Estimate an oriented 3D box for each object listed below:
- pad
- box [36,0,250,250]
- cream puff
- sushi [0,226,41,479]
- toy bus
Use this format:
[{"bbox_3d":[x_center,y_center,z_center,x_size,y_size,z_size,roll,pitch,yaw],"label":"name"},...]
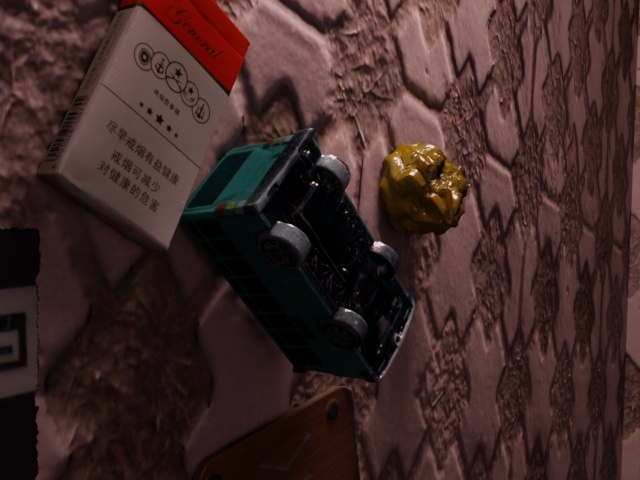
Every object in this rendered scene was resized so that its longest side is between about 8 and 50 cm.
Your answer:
[{"bbox_3d":[-0.033,0.342,0.856,0.286,0.018,0.284,-15,103,-53],"label":"pad"},{"bbox_3d":[-0.150,-0.128,0.669,0.139,0.035,0.245,41,57,-47],"label":"box"},{"bbox_3d":[0.156,-0.074,1.045,0.146,0.116,0.146,-3,94,-52],"label":"cream puff"},{"bbox_3d":[-0.269,0.171,0.438,0.296,0.099,0.373,1,89,-55],"label":"sushi"},{"bbox_3d":[-0.017,0.025,0.765,0.256,0.147,0.128,57,47,-31],"label":"toy bus"}]
